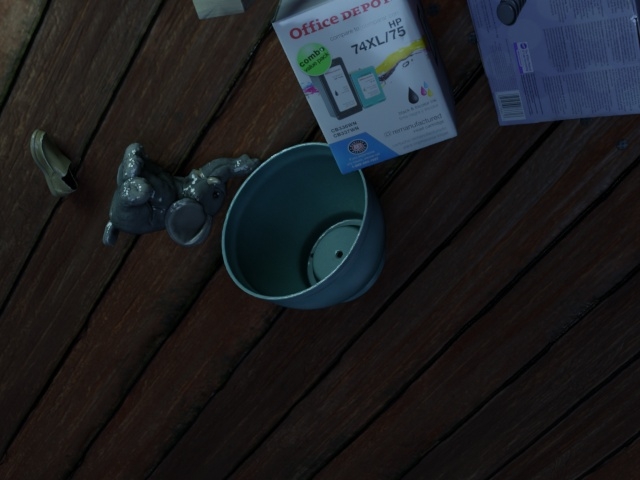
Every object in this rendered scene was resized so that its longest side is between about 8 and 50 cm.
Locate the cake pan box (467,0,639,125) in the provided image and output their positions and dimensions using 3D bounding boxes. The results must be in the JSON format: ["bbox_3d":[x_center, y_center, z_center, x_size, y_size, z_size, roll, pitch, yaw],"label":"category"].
[{"bbox_3d":[0.375,-0.305,1.278,0.245,0.070,0.267,-1,127,34],"label":"cake pan box"}]

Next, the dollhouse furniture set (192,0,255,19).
[{"bbox_3d":[-0.100,-0.417,1.162,0.128,0.184,0.129,-2,126,25],"label":"dollhouse furniture set"}]

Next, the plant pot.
[{"bbox_3d":[0.000,0.000,1.468,0.293,0.293,0.196,-26,145,21],"label":"plant pot"}]

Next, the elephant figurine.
[{"bbox_3d":[-0.252,-0.074,1.507,0.239,0.170,0.186,13,156,-22],"label":"elephant figurine"}]

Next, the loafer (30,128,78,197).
[{"bbox_3d":[-0.493,-0.145,1.534,0.050,0.056,0.148,-5,134,8],"label":"loafer"}]

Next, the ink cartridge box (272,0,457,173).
[{"bbox_3d":[0.075,-0.287,1.286,0.198,0.197,0.270,-18,120,17],"label":"ink cartridge box"}]
